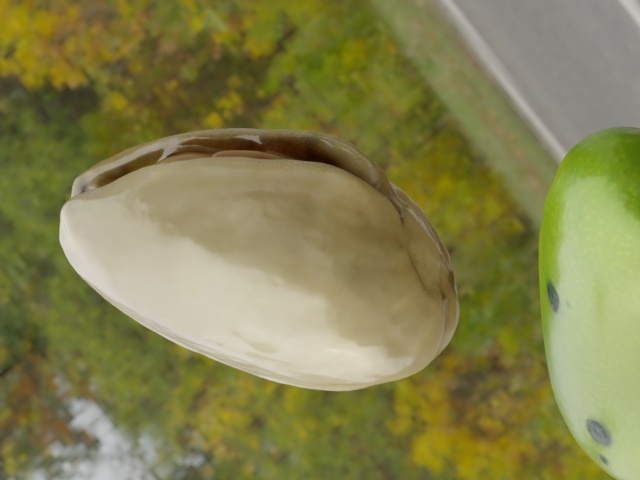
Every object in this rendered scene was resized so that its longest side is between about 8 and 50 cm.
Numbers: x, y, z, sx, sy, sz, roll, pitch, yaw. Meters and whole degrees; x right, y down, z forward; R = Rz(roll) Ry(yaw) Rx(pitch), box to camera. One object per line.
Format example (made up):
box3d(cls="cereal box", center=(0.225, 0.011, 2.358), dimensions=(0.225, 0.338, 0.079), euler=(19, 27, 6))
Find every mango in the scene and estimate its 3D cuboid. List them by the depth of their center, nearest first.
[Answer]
box3d(cls="mango", center=(0.208, 0.044, 1.161), dimensions=(0.175, 0.143, 0.293), euler=(-107, -3, -45))

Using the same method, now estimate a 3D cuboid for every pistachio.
box3d(cls="pistachio", center=(-0.044, 0.013, 1.416), dimensions=(0.318, 0.214, 0.193), euler=(14, -151, 1))
